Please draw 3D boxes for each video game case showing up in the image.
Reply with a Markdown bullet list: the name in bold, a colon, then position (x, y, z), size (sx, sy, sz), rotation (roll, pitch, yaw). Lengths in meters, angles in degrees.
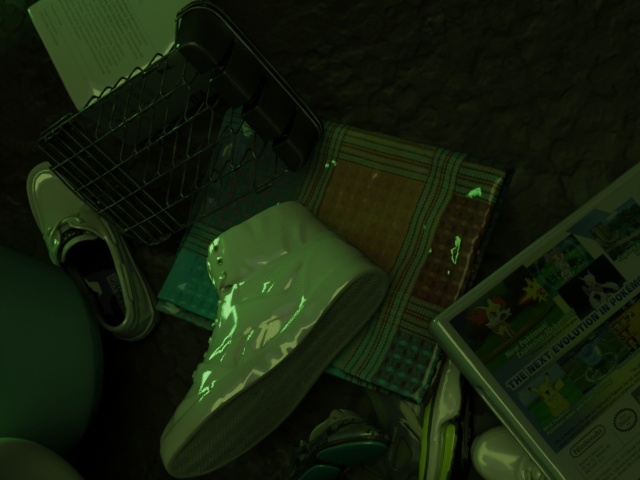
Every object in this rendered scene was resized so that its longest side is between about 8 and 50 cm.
- **video game case**: position (0.319, 0.107, 1.038), size (0.329, 0.036, 0.300), rotation (-35, 79, -19)

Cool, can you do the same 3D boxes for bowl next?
- **bowl**: position (-0.351, 0.138, 1.160), size (0.311, 0.163, 0.311), rotation (0, 90, 51)

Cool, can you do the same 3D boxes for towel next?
- **towel**: position (0.000, 0.000, 1.149), size (0.370, 0.040, 0.271), rotation (17, 83, 34)

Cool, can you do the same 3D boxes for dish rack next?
- **dish rack**: position (-0.159, -0.109, 1.143), size (0.271, 0.208, 0.074), rotation (-27, 31, 29)

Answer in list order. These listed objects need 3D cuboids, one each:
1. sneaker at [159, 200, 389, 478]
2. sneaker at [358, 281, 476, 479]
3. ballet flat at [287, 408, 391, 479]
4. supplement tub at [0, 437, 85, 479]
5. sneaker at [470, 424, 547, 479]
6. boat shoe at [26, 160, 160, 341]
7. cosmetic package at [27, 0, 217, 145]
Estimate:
- **sneaker**: position (-0.082, 0.094, 1.091), size (0.292, 0.108, 0.169), rotation (-46, 55, -1)
- **sneaker**: position (0.101, 0.121, 1.128), size (0.121, 0.111, 0.300), rotation (2, 78, 17)
- **ballet flat**: position (0.015, 0.211, 1.104), size (0.070, 0.188, 0.070), rotation (14, 57, -23)
- **supplement tub**: position (-0.363, 0.332, 0.946), size (0.316, 0.228, 0.228), rotation (-26, 75, 20)
- **sneaker**: position (0.263, 0.241, 1.061), size (0.232, 0.115, 0.090), rotation (16, 83, 15)
- **boat shoe**: position (-0.276, 0.002, 1.245), size (0.095, 0.084, 0.258), rotation (-40, 74, 3)
- **cosmetic package**: position (-0.207, -0.235, 1.240), size (0.184, 0.151, 0.151), rotation (-31, 75, 7)
